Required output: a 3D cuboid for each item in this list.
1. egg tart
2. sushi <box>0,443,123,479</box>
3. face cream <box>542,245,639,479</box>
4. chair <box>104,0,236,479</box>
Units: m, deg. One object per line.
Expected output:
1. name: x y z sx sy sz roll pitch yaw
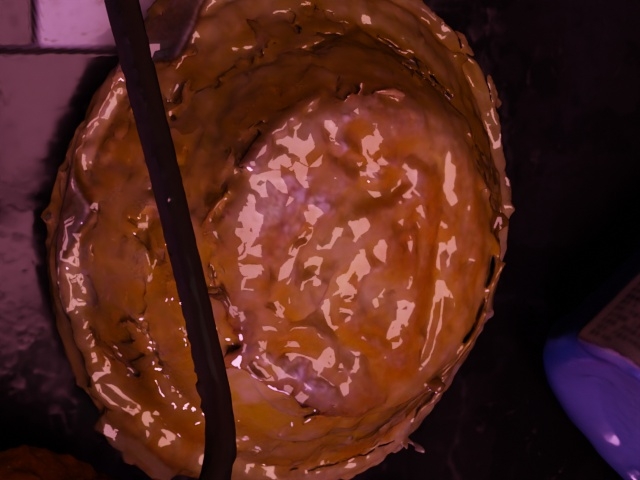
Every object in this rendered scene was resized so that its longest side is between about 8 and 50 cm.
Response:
1. egg tart: 0.000 -0.001 0.608 0.341 0.132 0.341 -4 100 -23
2. sushi: -0.211 0.191 0.549 0.296 0.179 0.167 -24 126 -15
3. face cream: 0.307 0.086 0.695 0.225 0.249 0.249 -40 113 -11
4. chair: -0.235 -0.005 0.300 0.362 0.410 0.364 -7 77 -46
